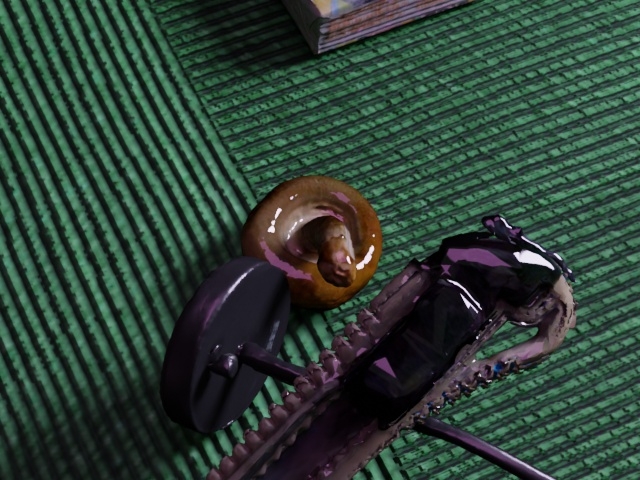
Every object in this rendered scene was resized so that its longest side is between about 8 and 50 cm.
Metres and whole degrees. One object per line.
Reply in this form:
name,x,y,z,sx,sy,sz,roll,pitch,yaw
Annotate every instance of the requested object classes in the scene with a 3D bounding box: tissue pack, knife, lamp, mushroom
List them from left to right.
knife,-0.009,0.126,0.861,0.365,0.043,0.089,-43,88,0
mushroom,-0.004,0.009,0.993,0.088,0.072,0.129,16,19,-12
tissue pack,0.037,-0.202,1.143,0.148,0.060,0.108,-22,62,-18
lamp,0.095,0.112,0.936,0.371,0.130,0.108,16,19,2
